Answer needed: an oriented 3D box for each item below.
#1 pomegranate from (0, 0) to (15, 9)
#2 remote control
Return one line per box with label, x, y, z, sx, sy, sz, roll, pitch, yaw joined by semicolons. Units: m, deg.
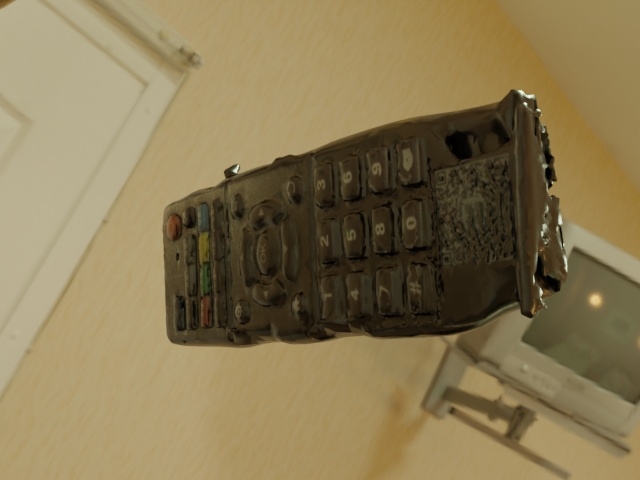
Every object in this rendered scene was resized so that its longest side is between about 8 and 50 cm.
pomegranate;-0.483;-0.423;1.130;0.260;0.260;0.260;26;-15;7
remote control;0.000;0.000;0.586;0.062;0.145;0.399;3;-8;-35
